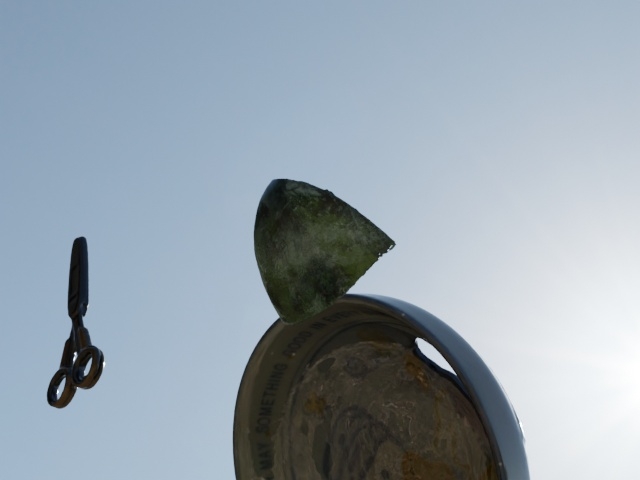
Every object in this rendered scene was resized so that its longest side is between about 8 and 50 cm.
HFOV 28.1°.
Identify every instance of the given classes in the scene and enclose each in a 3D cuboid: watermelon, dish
[{"bbox_3d":[0.000,0.000,0.721,0.085,0.085,0.061,-20,-16,28],"label":"watermelon"},{"bbox_3d":[0.070,0.167,0.975,0.134,0.273,0.273,-9,-21,-44],"label":"dish"}]

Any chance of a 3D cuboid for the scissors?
[{"bbox_3d":[-0.265,0.080,1.392,0.017,0.220,0.088,28,-52,-35],"label":"scissors"}]
